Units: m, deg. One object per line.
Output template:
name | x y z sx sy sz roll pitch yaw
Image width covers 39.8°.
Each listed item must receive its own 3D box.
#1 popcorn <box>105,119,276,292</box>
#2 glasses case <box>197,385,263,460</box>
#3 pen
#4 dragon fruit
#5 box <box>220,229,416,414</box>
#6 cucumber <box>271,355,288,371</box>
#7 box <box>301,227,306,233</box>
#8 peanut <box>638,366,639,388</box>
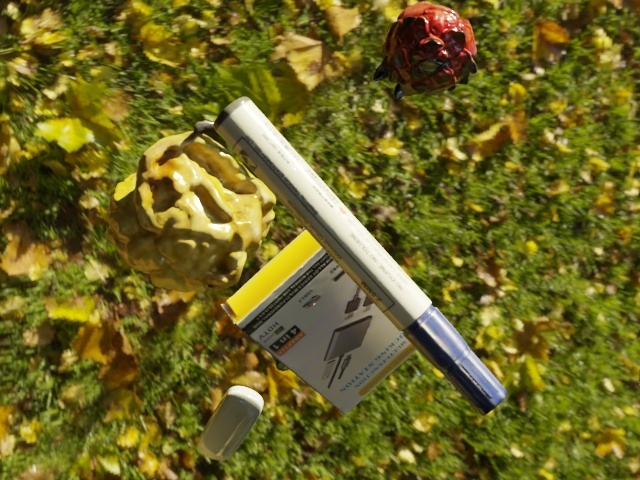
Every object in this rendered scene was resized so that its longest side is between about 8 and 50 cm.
popcorn | -0.250 -0.079 1.766 0.349 0.349 0.382 4 131 -21
glasses case | -0.170 0.345 1.659 0.074 0.049 0.193 26 123 -8
pen | 0.022 0.009 0.452 0.025 0.025 0.204 -42 90 -8
dragon fruit | 0.148 -0.251 1.184 0.130 0.142 0.121 42 73 -2
box | 0.022 0.082 0.847 0.129 0.033 0.247 -43 138 0
cucumber | -0.085 0.153 1.475 0.039 0.163 0.043 -29 131 -6
box | 0.000 0.000 1.818 0.036 0.117 0.051 22 77 -30
peanut | 0.388 0.153 0.797 0.253 0.122 0.137 40 64 -16
